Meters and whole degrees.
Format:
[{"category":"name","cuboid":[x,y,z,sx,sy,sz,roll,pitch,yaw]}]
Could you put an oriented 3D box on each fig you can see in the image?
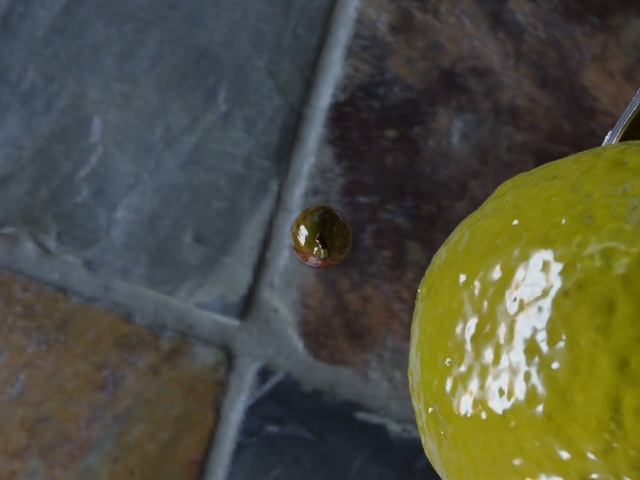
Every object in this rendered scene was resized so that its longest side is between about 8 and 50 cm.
[{"category":"fig","cuboid":[0.000,0.000,1.108,0.050,0.083,0.050,0,98,-1]}]

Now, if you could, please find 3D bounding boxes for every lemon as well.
[{"category":"lemon","cuboid":[0.222,0.085,0.965,0.336,0.336,0.336,-1,88,24]}]

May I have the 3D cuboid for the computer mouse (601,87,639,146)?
[{"category":"computer mouse","cuboid":[0.424,-0.105,1.596,0.072,0.310,0.158,46,112,34]}]
